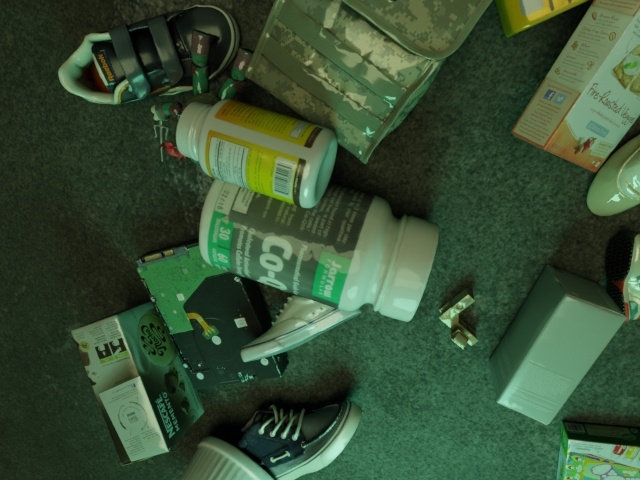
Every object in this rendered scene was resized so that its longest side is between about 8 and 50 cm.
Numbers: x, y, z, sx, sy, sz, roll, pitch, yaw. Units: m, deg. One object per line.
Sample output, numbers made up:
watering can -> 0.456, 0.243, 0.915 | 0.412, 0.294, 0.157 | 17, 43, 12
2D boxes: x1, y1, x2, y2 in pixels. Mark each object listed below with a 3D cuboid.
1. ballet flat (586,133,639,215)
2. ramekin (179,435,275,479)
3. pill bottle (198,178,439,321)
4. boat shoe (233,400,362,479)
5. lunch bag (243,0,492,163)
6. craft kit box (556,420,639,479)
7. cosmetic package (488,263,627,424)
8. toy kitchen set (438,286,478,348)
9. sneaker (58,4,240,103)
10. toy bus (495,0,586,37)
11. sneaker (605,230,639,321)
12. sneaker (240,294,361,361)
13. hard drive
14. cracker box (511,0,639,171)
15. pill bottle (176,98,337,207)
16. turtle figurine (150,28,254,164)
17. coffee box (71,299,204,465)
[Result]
ballet flat -> 0.496, -0.130, 0.599 | 0.086, 0.086, 0.248 | 34, 115, 1
ramekin -> -0.219, 0.610, 0.996 | 0.273, 0.127, 0.272 | 22, 135, 23
pill bottle -> 0.000, 0.000, 0.713 | 0.361, 0.204, 0.204 | 17, 114, 9
boat shoe -> -0.067, 0.427, 0.932 | 0.158, 0.127, 0.340 | 39, 119, -4
lunch bag -> 0.067, -0.297, 0.585 | 0.235, 0.169, 0.287 | 37, 126, -1
craft kit box -> 0.606, 0.480, 0.819 | 0.250, 0.061, 0.246 | -1, 113, 16
cosmetic package -> 0.393, 0.176, 0.720 | 0.107, 0.127, 0.237 | 24, 116, 6
toy kitchen set -> 0.275, 0.150, 0.772 | 0.083, 0.068, 0.075 | 41, 115, -3
sneaker -> -0.298, -0.310, 0.721 | 0.321, 0.127, 0.126 | -15, 104, 18
toy bus -> 0.257, -0.453, 0.526 | 0.130, 0.108, 0.332 | -18, 105, 22
sneaker -> 0.522, 0.057, 0.685 | 0.076, 0.057, 0.161 | -9, 107, 0
sneaker -> -0.048, 0.159, 0.837 | 0.258, 0.094, 0.091 | -26, 73, 0
hard drive -> -0.235, 0.159, 0.916 | 0.237, 0.064, 0.338 | -15, 106, 20
cracker box -> 0.385, -0.219, 0.556 | 0.156, 0.067, 0.232 | 7, 120, -34
pill bottle -> -0.092, -0.131, 0.603 | 0.215, 0.117, 0.117 | 20, 114, 9
turtle figurine -> -0.187, -0.215, 0.705 | 0.175, 0.118, 0.234 | 10, 118, -28
coffee box -> -0.388, 0.295, 0.910 | 0.119, 0.168, 0.297 | -20, 91, 10
